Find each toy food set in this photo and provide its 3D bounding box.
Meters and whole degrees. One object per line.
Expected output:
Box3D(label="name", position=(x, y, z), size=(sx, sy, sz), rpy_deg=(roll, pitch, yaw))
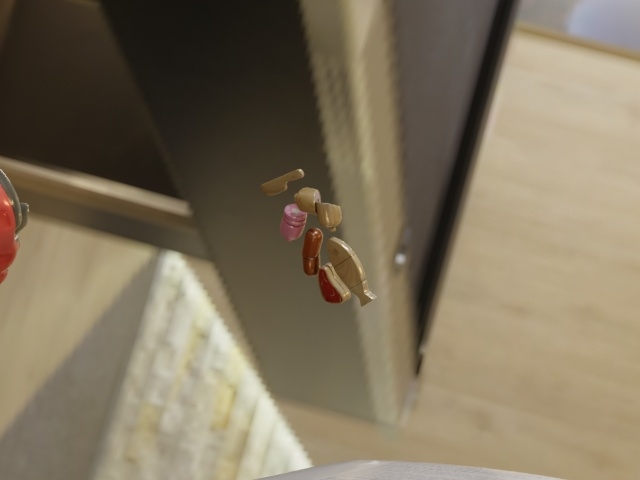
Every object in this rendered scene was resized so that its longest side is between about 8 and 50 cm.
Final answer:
Box3D(label="toy food set", position=(0.000, 0.000, 1.543), size=(0.019, 0.122, 0.078), rpy_deg=(-30, -174, -38))

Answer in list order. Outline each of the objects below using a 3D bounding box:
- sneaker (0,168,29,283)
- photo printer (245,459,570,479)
Box3D(label="sneaker", position=(-0.283, 0.064, 1.259), size=(0.135, 0.097, 0.276), rpy_deg=(-30, 151, -43))
Box3D(label="photo printer", position=(0.062, 0.206, 1.210), size=(0.307, 0.256, 0.107), rpy_deg=(3, 91, -66))
